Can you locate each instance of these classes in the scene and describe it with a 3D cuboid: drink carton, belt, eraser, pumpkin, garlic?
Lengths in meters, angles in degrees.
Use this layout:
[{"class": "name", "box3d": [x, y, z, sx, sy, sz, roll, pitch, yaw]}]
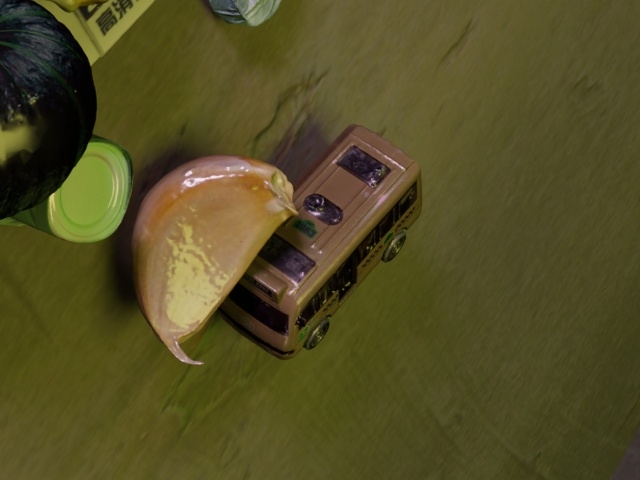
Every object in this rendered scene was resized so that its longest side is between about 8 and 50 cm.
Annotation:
[{"class": "drink carton", "box3d": [-0.279, -0.065, 1.481, 0.146, 0.142, 0.144, 3, 106, -52]}, {"class": "belt", "box3d": [-0.081, -0.316, 1.664, 0.105, 0.058, 0.140, 22, 87, -58]}, {"class": "eraser", "box3d": [-0.234, -0.274, 1.493, 0.210, 0.068, 0.124, -51, 141, -20]}, {"class": "pumpkin", "box3d": [-0.338, -0.110, 1.336, 0.248, 0.248, 0.248, -25, 125, -41]}, {"class": "garlic", "box3d": [-0.137, 0.007, 1.668, 0.245, 0.164, 0.145, -60, 153, -1]}]

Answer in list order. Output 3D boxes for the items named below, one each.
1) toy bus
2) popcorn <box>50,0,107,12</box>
[{"class": "toy bus", "box3d": [0.000, 0.000, 1.808, 0.289, 0.139, 0.157, -46, 160, -23]}, {"class": "popcorn", "box3d": [-0.258, -0.324, 1.348, 0.203, 0.200, 0.226, -32, 132, -3]}]
